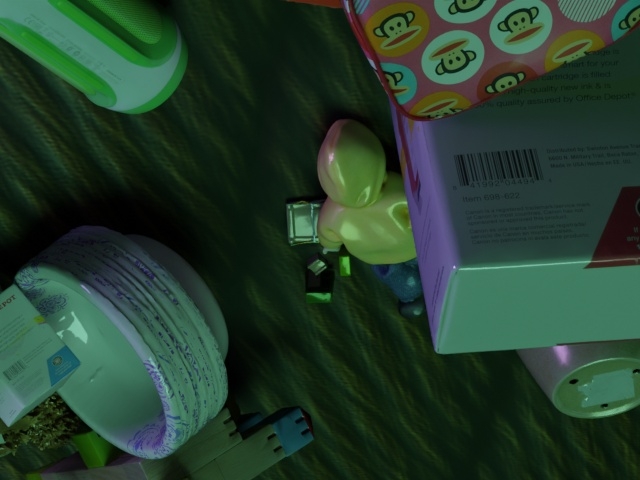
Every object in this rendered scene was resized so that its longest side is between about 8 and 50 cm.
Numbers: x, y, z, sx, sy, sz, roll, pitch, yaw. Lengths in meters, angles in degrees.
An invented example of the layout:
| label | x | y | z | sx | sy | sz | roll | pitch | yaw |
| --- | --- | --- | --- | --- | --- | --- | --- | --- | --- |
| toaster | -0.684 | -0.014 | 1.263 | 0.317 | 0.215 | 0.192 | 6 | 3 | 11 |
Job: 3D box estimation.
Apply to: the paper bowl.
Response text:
| label | x | y | z | sx | sy | sz | roll | pitch | yaw |
| --- | --- | --- | --- | --- | --- | --- | --- | --- | --- |
| paper bowl | -0.223 | 0.108 | 2.126 | 0.148 | 0.284 | 0.284 | -41 | 155 | -31 |

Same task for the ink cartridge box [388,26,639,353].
| label | x | y | z | sx | sy | sz | roll | pitch | yaw |
| --- | --- | --- | --- | --- | --- | --- | --- | --- | --- |
| ink cartridge box | 0.230 | -0.091 | 1.841 | 0.279 | 0.385 | 0.160 | -4 | 145 | -6 |

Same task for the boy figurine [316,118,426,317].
| label | x | y | z | sx | sy | sz | roll | pitch | yaw |
| --- | --- | --- | --- | --- | --- | --- | --- | --- | --- |
| boy figurine | 0.069 | -0.024 | 2.096 | 0.177 | 0.092 | 0.285 | -15 | 131 | 29 |

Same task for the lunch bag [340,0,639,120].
| label | x | y | z | sx | sy | sz | roll | pitch | yaw |
| --- | --- | --- | --- | --- | --- | --- | --- | --- | --- |
| lunch bag | 0.158 | -0.262 | 1.671 | 0.293 | 0.120 | 0.258 | -24 | 140 | 6 |

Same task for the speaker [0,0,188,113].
| label | x | y | z | sx | sy | sz | roll | pitch | yaw |
| --- | --- | --- | --- | --- | --- | --- | --- | --- | --- |
| speaker | -0.255 | -0.231 | 1.746 | 0.131 | 0.131 | 0.296 | -26 | 148 | 21 |

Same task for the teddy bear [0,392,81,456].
| label | x | y | z | sx | sy | sz | roll | pitch | yaw |
| --- | --- | --- | --- | --- | --- | --- | --- | --- | --- |
| teddy bear | -0.429 | 0.189 | 2.308 | 0.245 | 0.113 | 0.338 | -21 | 149 | 25 |

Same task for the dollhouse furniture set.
| label | x | y | z | sx | sy | sz | roll | pitch | yaw |
| --- | --- | --- | --- | --- | --- | --- | --- | --- | --- |
| dollhouse furniture set | 0.000 | 0.000 | 2.201 | 0.076 | 0.058 | 0.152 | -2 | 123 | 3 |

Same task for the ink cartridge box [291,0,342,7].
| label | x | y | z | sx | sy | sz | roll | pitch | yaw |
| --- | --- | --- | --- | --- | --- | --- | --- | --- | --- |
| ink cartridge box | 0.024 | -0.339 | 1.675 | 0.308 | 0.091 | 0.385 | 3 | 140 | -34 |

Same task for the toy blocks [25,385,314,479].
| label | x | y | z | sx | sy | sz | roll | pitch | yaw |
| --- | --- | --- | --- | --- | --- | --- | --- | --- | --- |
| toy blocks | -0.184 | 0.280 | 2.343 | 0.261 | 0.191 | 0.381 | -30 | -172 | -34 |

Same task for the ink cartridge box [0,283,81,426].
| label | x | y | z | sx | sy | sz | roll | pitch | yaw |
| --- | --- | --- | --- | --- | --- | --- | --- | --- | --- |
| ink cartridge box | -0.371 | 0.129 | 2.108 | 0.092 | 0.143 | 0.090 | -38 | 176 | -30 |

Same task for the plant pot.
| label | x | y | z | sx | sy | sz | roll | pitch | yaw |
| --- | --- | --- | --- | --- | --- | --- | --- | --- | --- |
| plant pot | 0.315 | 0.066 | 2.142 | 0.256 | 0.274 | 0.256 | -6 | 142 | -5 |
